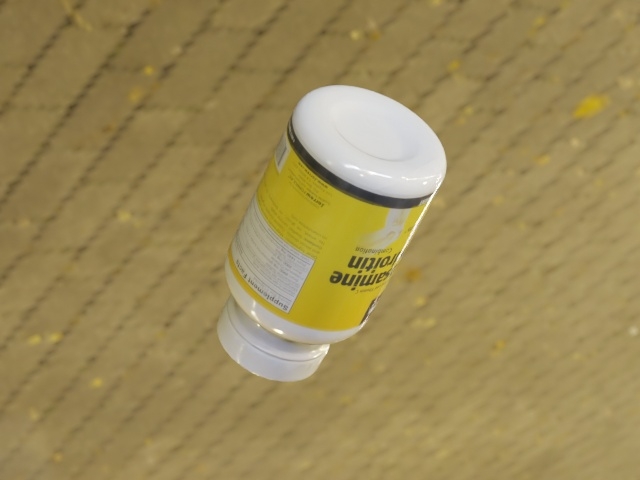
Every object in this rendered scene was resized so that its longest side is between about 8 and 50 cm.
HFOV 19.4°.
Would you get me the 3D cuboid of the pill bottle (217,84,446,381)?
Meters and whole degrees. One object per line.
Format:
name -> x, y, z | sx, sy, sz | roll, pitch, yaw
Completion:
pill bottle -> 0.000, 0.000, 1.195 | 0.103, 0.103, 0.184 | -7, 137, -40
